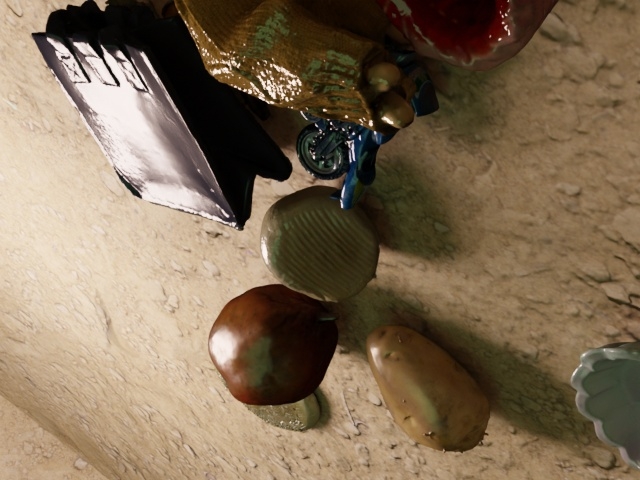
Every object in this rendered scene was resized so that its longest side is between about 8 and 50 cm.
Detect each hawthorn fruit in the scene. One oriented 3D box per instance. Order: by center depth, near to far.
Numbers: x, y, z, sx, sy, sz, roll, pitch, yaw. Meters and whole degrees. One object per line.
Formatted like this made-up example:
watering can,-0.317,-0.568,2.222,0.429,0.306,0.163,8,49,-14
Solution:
hawthorn fruit,-0.058,0.158,1.508,0.208,0.208,0.248,45,131,-7

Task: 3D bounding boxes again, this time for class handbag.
handbag,-0.219,-0.184,1.263,0.303,0.122,0.329,17,147,46

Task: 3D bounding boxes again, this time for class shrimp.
shrimp,-0.147,-0.242,1.243,0.148,0.035,0.195,3,133,45

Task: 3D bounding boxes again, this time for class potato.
potato,0.162,0.233,1.412,0.161,0.128,0.235,-4,122,42

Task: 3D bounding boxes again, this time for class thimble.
thimble,0.135,-0.259,0.849,0.163,0.125,0.189,-1,130,45

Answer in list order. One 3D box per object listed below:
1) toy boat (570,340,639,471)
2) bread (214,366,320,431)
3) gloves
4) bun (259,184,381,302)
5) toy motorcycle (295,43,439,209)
toy boat,0.431,0.211,1.135,0.199,0.100,0.290,-2,128,47
bread,-0.115,0.288,1.843,0.267,0.040,0.267,27,145,21
gloves,-0.026,-0.226,0.974,0.356,0.203,0.155,43,142,29
bun,0.000,0.000,1.308,0.166,0.113,0.173,-13,117,4
toy motorcycle,0.057,-0.148,1.087,0.135,0.092,0.254,40,131,12
